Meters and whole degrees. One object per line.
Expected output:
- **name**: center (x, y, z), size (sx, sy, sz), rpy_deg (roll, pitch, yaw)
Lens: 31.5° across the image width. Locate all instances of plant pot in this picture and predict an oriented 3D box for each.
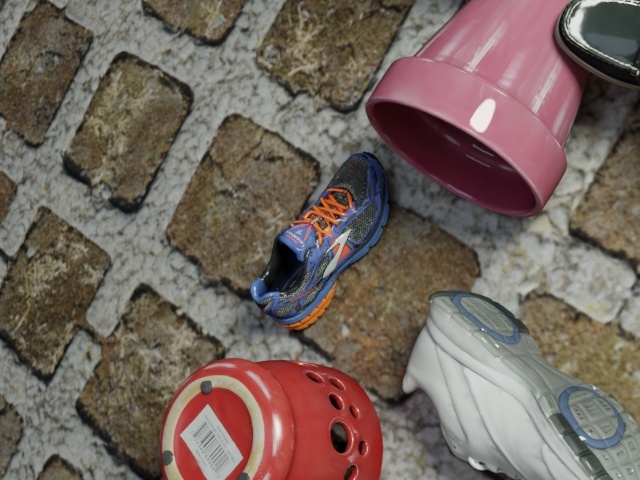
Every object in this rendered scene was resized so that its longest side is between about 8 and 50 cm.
- **plant pot**: center (-0.055, 0.212, 1.178), size (0.191, 0.174, 0.191), rpy_deg (-11, 69, 32)
- **plant pot**: center (0.174, -0.150, 1.109), size (0.201, 0.201, 0.180), rpy_deg (26, 78, 39)

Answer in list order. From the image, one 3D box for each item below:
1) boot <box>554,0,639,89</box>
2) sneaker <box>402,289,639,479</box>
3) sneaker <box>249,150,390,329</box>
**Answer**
- **boot**: center (0.320, -0.172, 0.952), size (0.236, 0.178, 0.085), rpy_deg (22, 88, 8)
- **sneaker**: center (0.191, 0.173, 1.066), size (0.297, 0.111, 0.129), rpy_deg (47, 122, 40)
- **sneaker**: center (0.000, 0.000, 1.250), size (0.083, 0.087, 0.221), rpy_deg (35, 99, 37)
